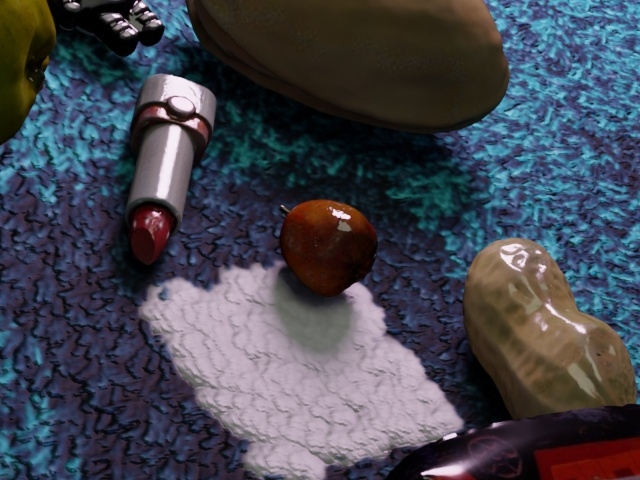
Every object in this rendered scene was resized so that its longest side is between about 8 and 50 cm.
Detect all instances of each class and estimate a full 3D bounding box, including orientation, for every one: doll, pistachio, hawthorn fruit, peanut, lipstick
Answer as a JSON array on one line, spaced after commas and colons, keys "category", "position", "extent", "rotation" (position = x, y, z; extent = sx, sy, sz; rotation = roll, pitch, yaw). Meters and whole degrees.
[{"category": "doll", "position": [-0.220, -0.236, 1.404], "extent": [0.091, 0.067, 0.219], "rotation": [-31, 69, -37]}, {"category": "pistachio", "position": [0.028, -0.188, 1.416], "extent": [0.293, 0.162, 0.181], "rotation": [20, 67, -11]}, {"category": "hawthorn fruit", "position": [0.004, 0.004, 1.242], "extent": [0.077, 0.077, 0.077], "rotation": [16, 37, -13]}, {"category": "peanut", "position": [0.166, 0.082, 1.216], "extent": [0.090, 0.098, 0.214], "rotation": [1, 41, -31]}, {"category": "lipstick", "position": [-0.119, -0.050, 1.246], "extent": [0.063, 0.057, 0.186], "rotation": [17, 40, -12]}]

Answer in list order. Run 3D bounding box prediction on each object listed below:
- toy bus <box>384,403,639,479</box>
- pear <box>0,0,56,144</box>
[{"category": "toy bus", "position": [0.170, 0.197, 1.056], "extent": [0.303, 0.127, 0.147], "rotation": [0, 49, -33]}, {"category": "pear", "position": [-0.316, -0.143, 1.112], "extent": [0.269, 0.212, 0.212], "rotation": [11, 39, -12]}]
